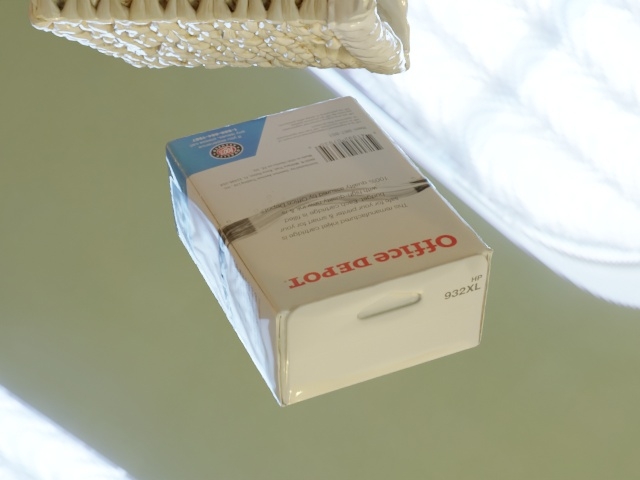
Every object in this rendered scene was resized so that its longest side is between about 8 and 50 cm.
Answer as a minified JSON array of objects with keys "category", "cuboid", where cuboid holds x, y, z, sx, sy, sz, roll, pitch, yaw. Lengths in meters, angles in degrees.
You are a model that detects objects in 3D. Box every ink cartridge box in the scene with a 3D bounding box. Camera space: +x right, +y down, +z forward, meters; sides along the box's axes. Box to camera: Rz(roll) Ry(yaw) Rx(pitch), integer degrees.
[{"category":"ink cartridge box","cuboid":[0.000,0.000,1.337,0.223,0.129,0.307,-15,-139,-19]}]

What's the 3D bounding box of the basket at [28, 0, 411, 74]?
[{"category":"basket","cuboid":[-0.064,-0.312,1.075,0.328,0.267,0.331,-9,100,-82]}]
